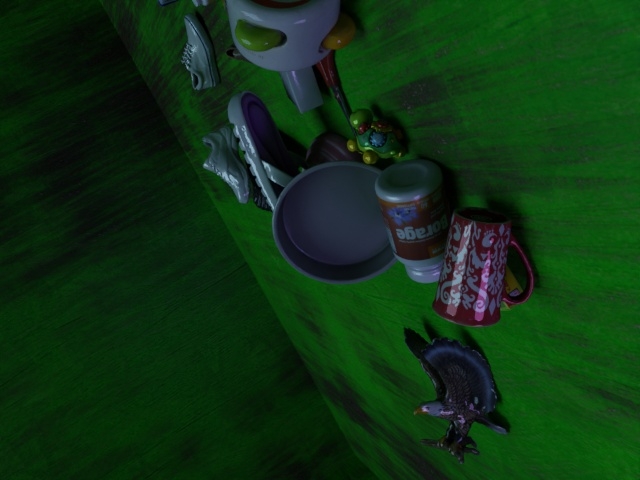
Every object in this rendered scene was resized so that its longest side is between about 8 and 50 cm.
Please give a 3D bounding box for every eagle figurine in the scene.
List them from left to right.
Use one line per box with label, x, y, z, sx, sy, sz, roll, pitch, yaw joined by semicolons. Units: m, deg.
eagle figurine;0.304;0.355;1.427;0.226;0.225;0.298;-5;86;29

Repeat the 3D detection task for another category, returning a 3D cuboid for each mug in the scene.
mug;0.263;0.036;0.990;0.113;0.150;0.169;35;126;56

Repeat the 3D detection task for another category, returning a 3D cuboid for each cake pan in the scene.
cake pan;0.046;-0.042;1.275;0.054;0.293;0.293;-89;-20;-59

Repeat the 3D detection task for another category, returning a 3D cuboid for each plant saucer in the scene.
plant saucer;0.056;-0.092;1.442;0.332;0.084;0.332;51;162;24

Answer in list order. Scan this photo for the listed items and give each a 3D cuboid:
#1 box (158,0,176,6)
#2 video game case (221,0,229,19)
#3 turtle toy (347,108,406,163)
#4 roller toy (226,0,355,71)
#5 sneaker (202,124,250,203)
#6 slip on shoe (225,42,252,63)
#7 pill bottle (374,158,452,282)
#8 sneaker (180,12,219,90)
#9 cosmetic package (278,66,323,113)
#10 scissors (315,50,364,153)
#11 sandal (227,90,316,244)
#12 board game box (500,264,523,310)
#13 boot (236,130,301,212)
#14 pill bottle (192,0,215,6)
box;-0.455;-0.764;1.747;0.126;0.072;0.137;60;164;-5
video game case;-0.166;-0.556;1.339;0.275;0.035;0.248;37;154;50
turtle toy;0.100;-0.197;1.130;0.130;0.095;0.066;45;138;37
roller toy;-0.060;-0.395;1.042;0.146;0.209;0.191;92;156;-64
sneaker;-0.272;-0.206;1.737;0.090;0.115;0.232;126;124;-77
slip on shoe;-0.205;-0.484;1.573;0.135;0.041;0.051;41;156;47
pill bottle;0.181;-0.030;1.116;0.121;0.121;0.216;38;155;51
sneaker;-0.377;-0.562;1.852;0.094;0.091;0.258;47;161;34
cosmetic package;-0.065;-0.391;1.250;0.099;0.060;0.239;56;170;49
scissors;0.027;-0.314;1.245;0.109;0.021;0.297;34;153;53
sandal;-0.063;-0.145;1.343;0.102;0.169;0.416;-21;112;31
board game box;0.295;0.084;1.126;0.092;0.043;0.181;58;164;1
boot;-0.128;-0.175;1.738;0.348;0.131;0.260;-126;20;-55
pill bottle;-0.271;-0.600;1.479;0.043;0.083;0.043;52;163;23
